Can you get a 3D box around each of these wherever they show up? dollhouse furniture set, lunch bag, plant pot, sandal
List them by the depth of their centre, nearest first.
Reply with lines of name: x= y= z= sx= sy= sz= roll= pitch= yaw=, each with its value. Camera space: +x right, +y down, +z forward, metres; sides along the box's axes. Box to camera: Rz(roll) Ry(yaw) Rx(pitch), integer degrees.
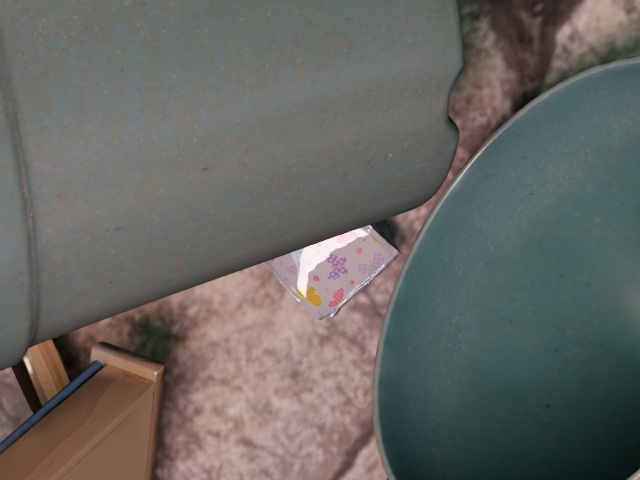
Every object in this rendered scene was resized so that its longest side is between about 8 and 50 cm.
plant pot: x=-0.123 y=-0.102 z=1.051 sx=0.334 sy=0.341 sz=0.341 roll=-15 pitch=96 yaw=-20
plant pot: x=0.198 y=0.067 z=1.099 sx=0.195 sy=0.290 sz=0.290 roll=29 pitch=105 yaw=-31
dollhouse furniture set: x=-0.282 y=0.168 z=1.190 sx=0.303 sy=0.198 sz=0.286 roll=18 pitch=120 yaw=19
lunch bag: x=0.000 y=0.000 z=1.215 sx=0.071 sy=0.053 sz=0.083 roll=-44 pitch=79 yaw=11
sandal: x=-0.186 y=0.002 z=1.251 sx=0.079 sy=0.088 sz=0.240 roll=-24 pitch=101 yaw=-19

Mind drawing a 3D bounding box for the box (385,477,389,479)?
box: x=0.052 y=0.282 z=1.152 sx=0.127 sy=0.231 sz=0.262 roll=21 pitch=101 yaw=8
